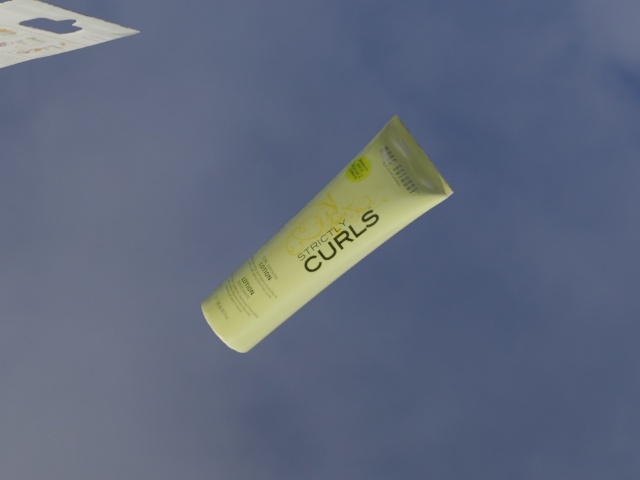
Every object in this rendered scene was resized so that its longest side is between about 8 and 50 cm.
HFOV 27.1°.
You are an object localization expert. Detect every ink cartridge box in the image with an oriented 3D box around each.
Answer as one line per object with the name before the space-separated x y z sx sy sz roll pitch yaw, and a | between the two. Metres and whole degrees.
ink cartridge box | -0.265 -0.144 0.889 0.232 0.189 0.066 -17 -91 14

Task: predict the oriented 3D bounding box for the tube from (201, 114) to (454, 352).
tube | 0.000 0.000 1.149 0.240 0.062 0.070 -40 -77 14
